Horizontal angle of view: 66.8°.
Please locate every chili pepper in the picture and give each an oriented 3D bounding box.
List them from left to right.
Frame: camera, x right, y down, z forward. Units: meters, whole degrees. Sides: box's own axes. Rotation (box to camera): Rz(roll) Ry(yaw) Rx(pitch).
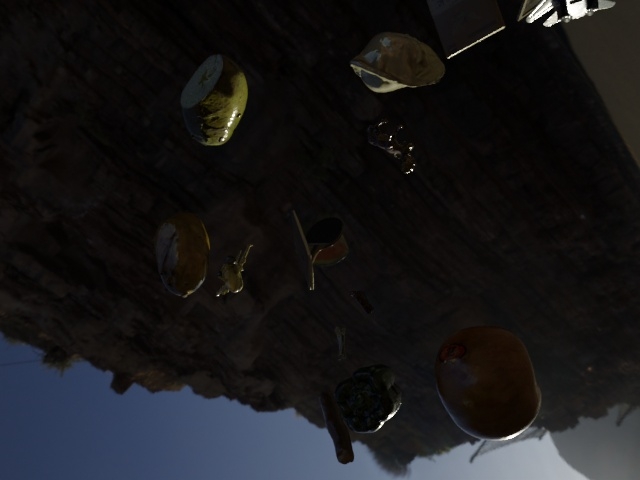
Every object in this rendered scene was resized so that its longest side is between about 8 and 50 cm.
[{"bbox_3d":[0.197,0.619,1.914,0.256,0.248,0.233,9,-128,-60],"label":"chili pepper"}]

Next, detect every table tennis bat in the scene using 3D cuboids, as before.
[{"bbox_3d":[0.000,0.000,1.587,0.220,0.130,0.019,-62,-41,-38],"label":"table tennis bat"}]

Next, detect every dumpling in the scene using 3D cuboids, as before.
[{"bbox_3d":[0.320,-0.664,1.863,0.395,0.233,0.315,-26,-122,-35],"label":"dumpling"}]

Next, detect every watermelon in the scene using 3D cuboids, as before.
[{"bbox_3d":[0.017,0.047,2.064,0.146,0.231,0.128,59,170,15],"label":"watermelon"}]

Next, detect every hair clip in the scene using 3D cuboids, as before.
[{"bbox_3d":[0.063,0.335,1.588,0.039,0.030,0.115,33,-144,-33],"label":"hair clip"}]

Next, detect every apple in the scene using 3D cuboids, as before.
[{"bbox_3d":[0.603,0.495,1.727,0.400,0.333,0.401,31,-133,-41],"label":"apple"}]

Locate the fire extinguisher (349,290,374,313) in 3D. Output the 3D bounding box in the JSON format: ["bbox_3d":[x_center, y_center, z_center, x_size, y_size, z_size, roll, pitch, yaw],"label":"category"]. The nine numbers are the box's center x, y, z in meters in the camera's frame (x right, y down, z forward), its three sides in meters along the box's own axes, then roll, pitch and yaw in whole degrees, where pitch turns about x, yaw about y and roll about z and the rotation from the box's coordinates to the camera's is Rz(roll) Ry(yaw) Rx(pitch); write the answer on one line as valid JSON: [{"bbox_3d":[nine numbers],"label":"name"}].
[{"bbox_3d":[0.193,0.280,2.249,0.132,0.056,0.039,54,-159,-10],"label":"fire extinguisher"}]

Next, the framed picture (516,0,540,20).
[{"bbox_3d":[0.753,-0.875,1.618,0.023,0.189,0.260,53,178,17],"label":"framed picture"}]

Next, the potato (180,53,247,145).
[{"bbox_3d":[-0.296,-0.389,1.349,0.176,0.298,0.141,-11,-122,-31],"label":"potato"}]

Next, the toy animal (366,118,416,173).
[{"bbox_3d":[0.280,-0.369,1.874,0.214,0.094,0.186,27,149,19],"label":"toy animal"}]

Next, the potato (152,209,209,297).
[{"bbox_3d":[-0.381,0.018,1.334,0.140,0.173,0.300,13,-150,-29],"label":"potato"}]

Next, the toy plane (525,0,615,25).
[{"bbox_3d":[0.517,-0.521,0.986,0.267,0.212,0.088,2,-99,-60],"label":"toy plane"}]

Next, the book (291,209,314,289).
[{"bbox_3d":[-0.047,0.023,1.257,0.182,0.014,0.127,-112,15,-46],"label":"book"}]

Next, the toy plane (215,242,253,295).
[{"bbox_3d":[-0.307,0.116,1.683,0.092,0.229,0.244,32,-168,-13],"label":"toy plane"}]

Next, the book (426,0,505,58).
[{"bbox_3d":[0.489,-0.831,1.693,0.021,0.216,0.311,-14,-96,-54],"label":"book"}]

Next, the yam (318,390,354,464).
[{"bbox_3d":[0.041,0.507,1.334,0.056,0.057,0.241,38,-169,-26],"label":"yam"}]
